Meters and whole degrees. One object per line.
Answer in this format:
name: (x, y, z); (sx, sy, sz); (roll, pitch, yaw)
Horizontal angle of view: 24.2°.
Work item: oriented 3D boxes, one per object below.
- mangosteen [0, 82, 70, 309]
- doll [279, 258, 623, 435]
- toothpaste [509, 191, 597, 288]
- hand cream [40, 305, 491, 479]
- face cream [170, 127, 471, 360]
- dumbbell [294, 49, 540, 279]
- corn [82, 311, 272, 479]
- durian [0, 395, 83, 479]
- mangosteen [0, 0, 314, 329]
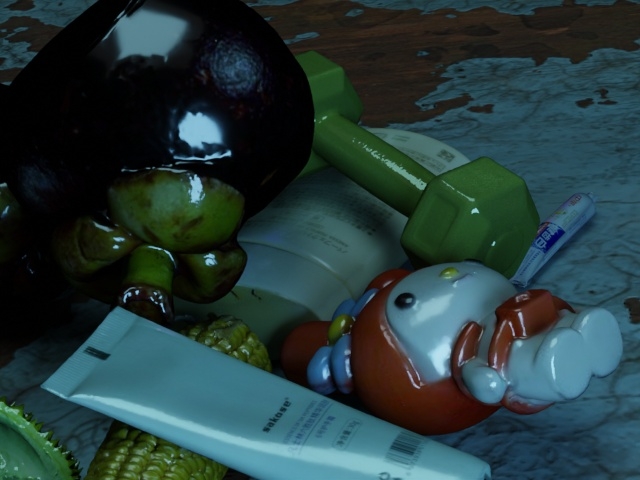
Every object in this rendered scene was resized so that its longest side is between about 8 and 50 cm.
mangosteen: (-0.307, -0.028, 1.387); (0.265, 0.228, 0.228); (24, 40, 33)
doll: (0.090, 0.082, 1.146); (0.161, 0.130, 0.290); (-30, 19, -38)
toothpaste: (0.213, -0.003, 1.389); (0.045, 0.028, 0.170); (20, 40, 32)
hand cream: (-0.030, 0.130, 1.052); (0.320, 0.067, 0.109); (22, 37, 12)
face cream: (0.000, 0.000, 1.385); (0.173, 0.081, 0.348); (11, 33, 28)
dumbbell: (0.054, -0.062, 1.309); (0.302, 0.121, 0.108); (37, 17, 36)
corn: (-0.111, 0.152, 1.105); (0.106, 0.106, 0.293); (0, 28, 16)
durian: (-0.286, 0.169, 1.156); (0.215, 0.086, 0.100); (-5, 41, 5)
mangosteen: (-0.137, -0.071, 1.212); (0.287, 0.233, 0.287); (-29, 29, 18)
